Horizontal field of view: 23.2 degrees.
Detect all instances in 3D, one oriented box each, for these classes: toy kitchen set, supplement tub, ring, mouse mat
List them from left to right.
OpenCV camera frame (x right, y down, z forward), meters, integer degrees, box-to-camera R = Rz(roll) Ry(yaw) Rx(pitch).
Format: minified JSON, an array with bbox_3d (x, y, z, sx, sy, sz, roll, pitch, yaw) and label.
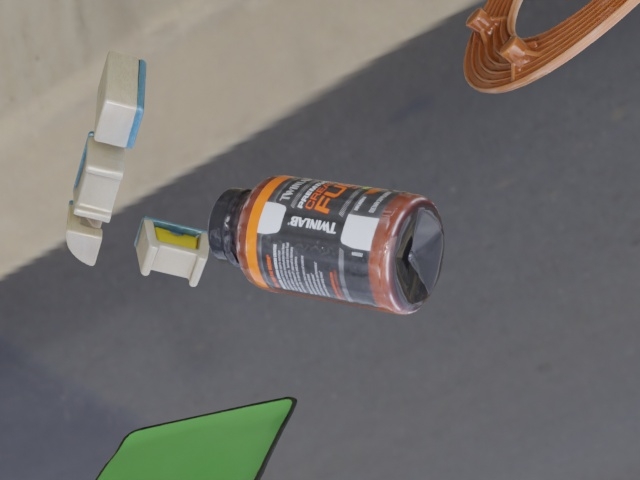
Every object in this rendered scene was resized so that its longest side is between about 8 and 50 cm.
[{"bbox_3d":[-0.184,-0.077,1.737,0.166,0.122,0.207,13,121,-14],"label":"toy kitchen set"},{"bbox_3d":[-0.105,0.172,1.134,0.153,0.189,0.007,-14,108,19],"label":"mouse mat"},{"bbox_3d":[0.000,0.000,1.350,0.198,0.106,0.106,9,163,31],"label":"supplement tub"},{"bbox_3d":[0.239,-0.265,1.353,0.032,0.336,0.336,39,123,-17],"label":"ring"}]
